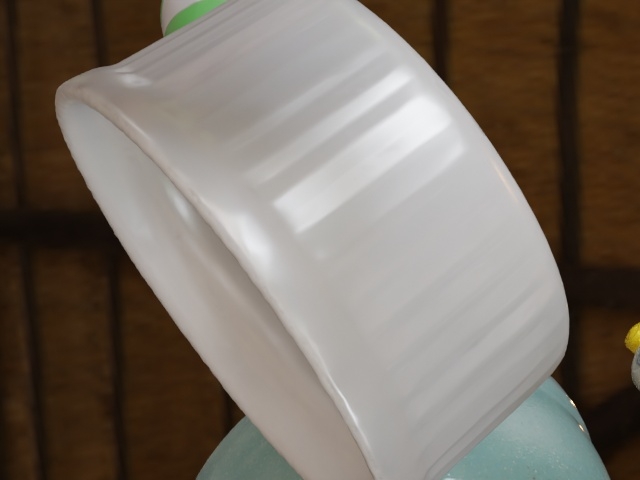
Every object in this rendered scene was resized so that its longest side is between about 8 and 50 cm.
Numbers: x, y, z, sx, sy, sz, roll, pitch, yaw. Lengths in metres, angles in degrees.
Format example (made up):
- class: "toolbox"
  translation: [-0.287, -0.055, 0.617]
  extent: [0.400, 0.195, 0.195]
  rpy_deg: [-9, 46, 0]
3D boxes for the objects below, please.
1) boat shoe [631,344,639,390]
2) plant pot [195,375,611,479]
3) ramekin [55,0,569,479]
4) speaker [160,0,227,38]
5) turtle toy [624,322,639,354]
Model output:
- class: "boat shoe"
  translation: [0.255, 0.106, 1.030]
  extent: [0.079, 0.227, 0.081]
  rpy_deg: [-54, -139, 11]
- class: "plant pot"
  translation: [0.075, 0.234, 1.202]
  extent: [0.196, 0.293, 0.293]
  rpy_deg: [-123, -147, -54]
- class: "ramekin"
  translation: [0.000, 0.000, 0.977]
  extent: [0.277, 0.135, 0.277]
  rpy_deg: [49, -13, 16]
- class: "speaker"
  translation: [-0.055, -0.255, 1.434]
  extent: [0.131, 0.131, 0.296]
  rpy_deg: [125, -32, -58]
- class: "turtle toy"
  translation: [0.295, 0.061, 1.440]
  extent: [0.130, 0.095, 0.066]
  rpy_deg: [-47, -170, 30]
